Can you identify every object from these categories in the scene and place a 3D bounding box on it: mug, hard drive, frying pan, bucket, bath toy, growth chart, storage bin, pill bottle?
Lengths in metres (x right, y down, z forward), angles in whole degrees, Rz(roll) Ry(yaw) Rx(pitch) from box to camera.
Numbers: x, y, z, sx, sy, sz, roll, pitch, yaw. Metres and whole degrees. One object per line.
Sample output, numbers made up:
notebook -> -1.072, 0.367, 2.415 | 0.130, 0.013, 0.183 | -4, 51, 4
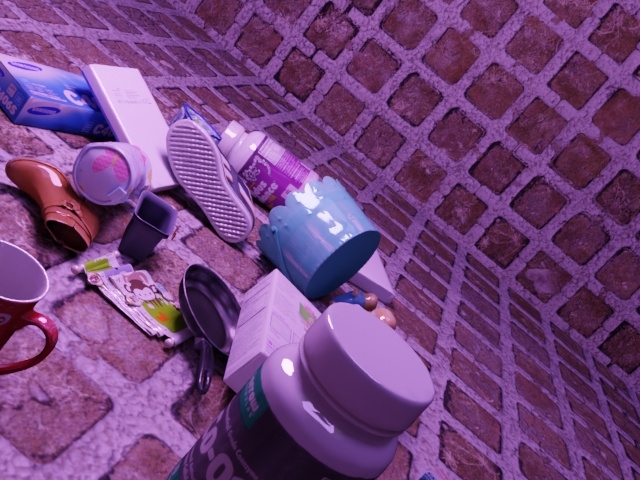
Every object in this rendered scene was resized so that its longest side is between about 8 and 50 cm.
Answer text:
mug -> -0.415, 0.107, 0.879 | 0.150, 0.169, 0.113 | 49, 20, 25
hard drive -> 0.097, 0.037, 2.227 | 0.233, 0.047, 0.353 | 32, 19, -22
frying pan -> -0.188, 0.181, 1.307 | 0.197, 0.053, 0.326 | 45, 22, -43
hard drive -> -0.432, -0.269, 1.748 | 0.318, 0.040, 0.210 | 63, 20, 0
bucket -> 0.000, 0.000, 1.788 | 0.183, 0.281, 0.281 | 49, 20, 22
bath toy -> 0.119, 0.253, 1.656 | 0.348, 0.152, 0.129 | -107, 178, -58
growth chart -> -0.320, 0.104, 1.310 | 0.237, 0.021, 0.172 | 40, 17, -1
storage bin -> -0.343, -0.021, 1.442 | 0.098, 0.091, 0.135 | 33, 20, -19
pill bottle -> -0.032, 0.265, 0.939 | 0.204, 0.361, 0.204 | 35, 18, -13
pill bottle -> -0.168, -0.209, 2.101 | 0.302, 0.169, 0.169 | 36, 19, -9

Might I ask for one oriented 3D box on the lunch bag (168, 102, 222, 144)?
lunch bag -> -0.361, -0.280, 1.957 | 0.151, 0.129, 0.096 | 50, 21, 28

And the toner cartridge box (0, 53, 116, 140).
toner cartridge box -> -0.597, -0.327, 1.695 | 0.165, 0.075, 0.348 | 46, 19, 19

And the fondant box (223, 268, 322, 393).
fondant box -> -0.048, 0.226, 1.366 | 0.238, 0.096, 0.330 | 47, 17, -16

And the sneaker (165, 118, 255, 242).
sneaker -> -0.266, -0.147, 1.773 | 0.321, 0.126, 0.127 | 63, 10, -10

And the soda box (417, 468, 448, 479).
soda box -> 0.249, 0.523, 1.359 | 0.063, 0.058, 0.183 | 14, 30, -52

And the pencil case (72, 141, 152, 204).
pencil case -> -0.408, -0.133, 1.445 | 0.273, 0.114, 0.124 | -134, -155, -83

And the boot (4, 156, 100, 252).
boot -> -0.484, -0.065, 1.301 | 0.197, 0.073, 0.152 | 32, 19, -23
